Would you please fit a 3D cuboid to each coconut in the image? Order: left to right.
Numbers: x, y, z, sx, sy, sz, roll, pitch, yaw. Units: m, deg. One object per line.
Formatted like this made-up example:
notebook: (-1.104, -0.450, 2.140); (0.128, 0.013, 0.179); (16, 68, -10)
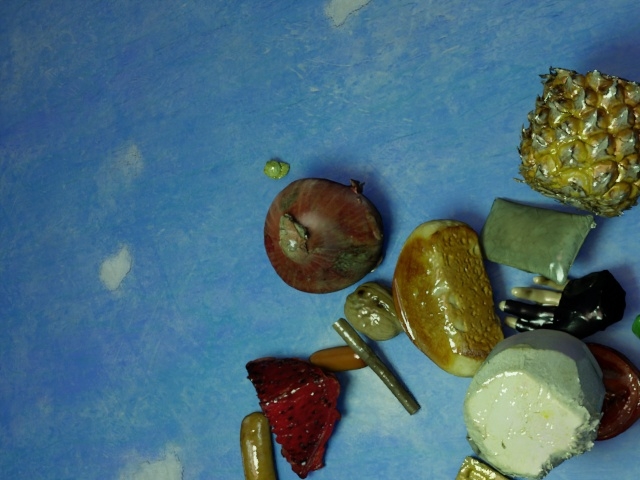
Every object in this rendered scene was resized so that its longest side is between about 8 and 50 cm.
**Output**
coconut: (0.483, 0.352, 1.489); (0.297, 0.309, 0.297); (4, 99, 27)

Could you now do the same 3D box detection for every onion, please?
onion: (0.011, -0.020, 1.889); (0.353, 0.353, 0.354); (-4, 82, 29)

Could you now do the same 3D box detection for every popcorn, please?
popcorn: (-0.140, -0.224, 2.128); (0.083, 0.068, 0.059); (2, 94, -2)

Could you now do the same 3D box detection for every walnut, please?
walnut: (0.159, 0.199, 1.851); (0.184, 0.155, 0.155); (31, 99, 28)

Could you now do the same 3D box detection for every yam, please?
yam: (0.153, 0.344, 1.841); (0.045, 0.045, 0.327); (-39, 85, -25)

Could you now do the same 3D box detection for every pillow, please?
pillow: (0.521, -0.004, 1.669); (0.302, 0.075, 0.185); (19, 79, 51)

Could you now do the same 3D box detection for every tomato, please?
tomato: (0.665, 0.350, 1.574); (0.228, 0.101, 0.228); (-12, 74, 48)

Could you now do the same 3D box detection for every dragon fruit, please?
dragon fruit: (-0.053, 0.490, 1.954); (0.228, 0.286, 0.329); (-27, 111, -11)

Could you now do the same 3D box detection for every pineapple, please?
pineapple: (0.621, -0.223, 1.538); (0.352, 0.352, 0.300); (26, 99, 29)

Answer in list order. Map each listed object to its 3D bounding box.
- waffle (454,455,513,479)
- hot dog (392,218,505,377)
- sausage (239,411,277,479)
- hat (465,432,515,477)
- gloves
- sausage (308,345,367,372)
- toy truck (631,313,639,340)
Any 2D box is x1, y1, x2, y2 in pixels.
waffle: (0.424, 0.703, 1.690); (0.221, 0.055, 0.248); (25, 97, 30)
hot dog: (0.317, 0.158, 1.729); (0.223, 0.185, 0.405); (-31, 67, 56)
sausage: (-0.187, 0.656, 2.017); (0.109, 0.109, 0.270); (-18, 72, 27)
hat: (0.489, 0.453, 1.683); (0.214, 0.149, 0.245); (-2, 45, 25)
gloves: (0.574, 0.176, 1.616); (0.301, 0.152, 0.197); (-5, 48, 40)
sausage: (0.054, 0.343, 1.933); (0.197, 0.076, 0.076); (-14, 77, 28)
toy truck: (0.799, 0.257, 1.470); (0.101, 0.125, 0.242); (-43, 47, 12)
